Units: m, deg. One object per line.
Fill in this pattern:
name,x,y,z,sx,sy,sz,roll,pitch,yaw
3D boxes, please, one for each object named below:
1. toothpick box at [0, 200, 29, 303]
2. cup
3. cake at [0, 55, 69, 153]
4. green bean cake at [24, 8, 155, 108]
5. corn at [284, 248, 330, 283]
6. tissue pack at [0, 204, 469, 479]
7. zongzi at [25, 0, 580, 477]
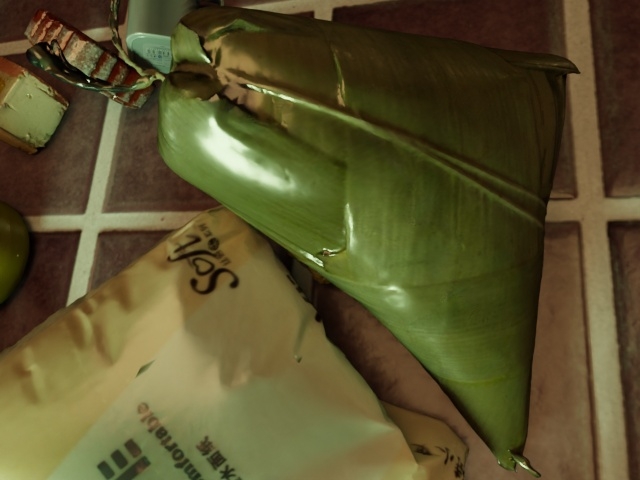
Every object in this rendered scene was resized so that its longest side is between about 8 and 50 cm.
toothpick box,-0.514,-0.008,0.607,0.174,0.271,0.175,-5,73,15
cup,-0.198,-0.307,0.704,0.128,0.095,0.130,3,76,-16
cake,-0.476,-0.213,0.786,0.225,0.090,0.109,28,85,41
green bean cake,-0.309,-0.239,0.691,0.135,0.135,0.056,32,92,26
corn,0.032,-0.034,0.564,0.085,0.063,0.165,42,85,15
tissue pack,-0.114,0.196,0.475,0.390,0.195,0.376,-40,84,-2
zongzi,0.000,0.000,0.412,0.446,0.181,0.419,2,86,-20
